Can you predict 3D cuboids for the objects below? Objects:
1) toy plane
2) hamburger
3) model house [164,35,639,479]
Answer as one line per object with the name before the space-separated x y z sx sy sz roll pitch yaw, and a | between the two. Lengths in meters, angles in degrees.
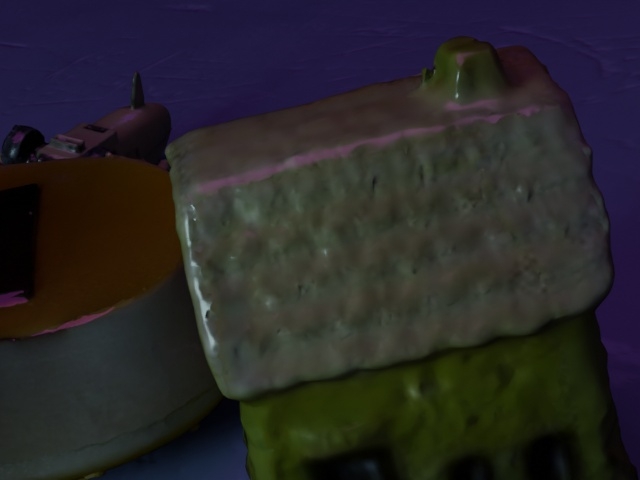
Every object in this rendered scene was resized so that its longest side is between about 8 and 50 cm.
toy plane | -0.182 -0.053 1.210 0.229 0.092 0.244 14 39 22
hamburger | -0.186 0.059 0.917 0.295 0.151 0.227 -2 33 12
model house | 0.034 0.021 0.758 0.193 0.234 0.175 -13 25 1
